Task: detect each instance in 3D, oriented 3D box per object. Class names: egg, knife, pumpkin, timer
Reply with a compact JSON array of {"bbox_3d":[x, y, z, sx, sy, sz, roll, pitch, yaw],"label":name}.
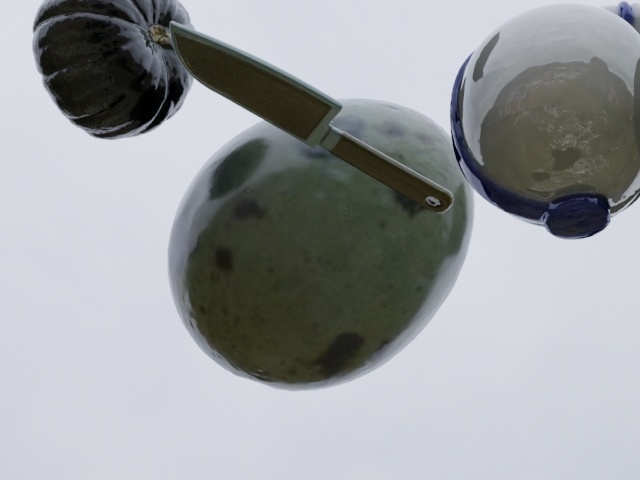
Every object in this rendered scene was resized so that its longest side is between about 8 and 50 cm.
[{"bbox_3d":[0.000,0.000,1.625,0.345,0.345,0.428,36,-55,-18],"label":"egg"},{"bbox_3d":[-0.004,-0.122,1.274,0.343,0.027,0.061,28,-50,-17],"label":"knife"},{"bbox_3d":[-0.253,-0.235,1.591,0.162,0.220,0.220,-14,-54,32],"label":"pumpkin"},{"bbox_3d":[0.270,-0.083,0.776,0.383,0.270,0.270,-2,-50,3],"label":"timer"}]
